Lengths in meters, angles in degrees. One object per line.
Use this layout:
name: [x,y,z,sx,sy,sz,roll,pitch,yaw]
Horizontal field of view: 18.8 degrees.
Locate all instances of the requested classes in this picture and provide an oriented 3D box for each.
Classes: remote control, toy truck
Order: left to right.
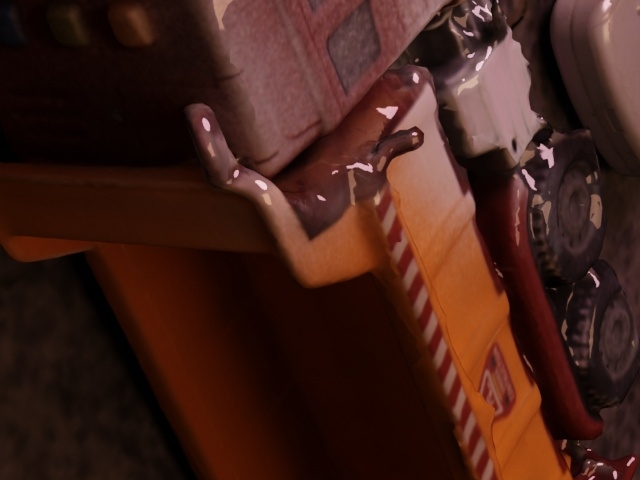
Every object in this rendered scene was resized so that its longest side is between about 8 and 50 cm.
toy truck: [0.000,0.000,0.509,0.135,0.114,0.270,-54,134,-39]
remote control: [0.143,-0.112,0.732,0.190,0.029,0.087,-59,134,-29]
